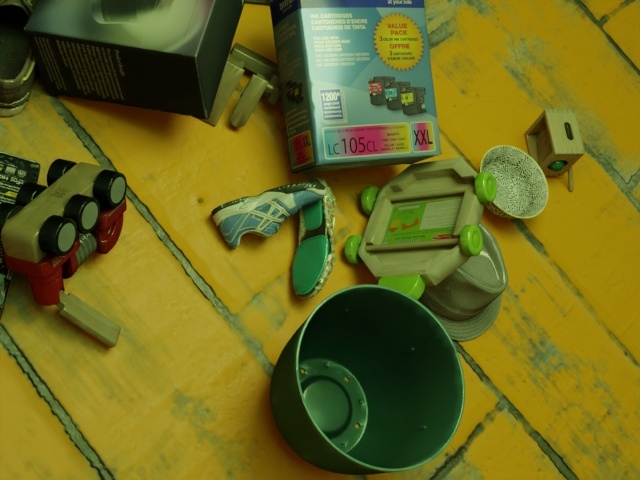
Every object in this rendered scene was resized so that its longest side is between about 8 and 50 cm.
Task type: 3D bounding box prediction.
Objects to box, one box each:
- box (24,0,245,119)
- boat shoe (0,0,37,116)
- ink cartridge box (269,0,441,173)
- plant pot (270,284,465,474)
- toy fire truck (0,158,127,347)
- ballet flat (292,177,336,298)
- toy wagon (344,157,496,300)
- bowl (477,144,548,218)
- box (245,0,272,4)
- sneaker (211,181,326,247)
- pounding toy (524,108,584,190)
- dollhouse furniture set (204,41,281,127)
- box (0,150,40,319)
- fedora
[{"bbox_3d":[-0.307,-0.397,1.540,0.293,0.183,0.296,10,61,4],"label":"box"},{"bbox_3d":[-0.532,-0.377,1.527,0.116,0.097,0.325,9,64,-22],"label":"boat shoe"},{"bbox_3d":[0.062,-0.336,1.664,0.269,0.151,0.396,-7,89,-24],"label":"ink cartridge box"},{"bbox_3d":[0.049,0.247,1.448,0.292,0.235,0.293,10,64,-22],"label":"plant pot"},{"bbox_3d":[-0.380,0.027,1.403,0.158,0.246,0.217,13,37,16],"label":"toy fire truck"},{"bbox_3d":[0.000,0.000,1.633,0.077,0.091,0.241,32,56,-49],"label":"ballet flat"},{"bbox_3d":[0.173,-0.003,1.617,0.068,0.267,0.344,48,50,-39],"label":"toy wagon"},{"bbox_3d":[0.388,-0.109,1.867,0.170,0.080,0.170,11,63,-22],"label":"bowl"},{"bbox_3d":[-0.173,-0.582,1.819,0.232,0.059,0.184,-3,69,-28],"label":"box"},{"bbox_3d":[-0.087,-0.051,1.598,0.211,0.080,0.081,-19,88,-4],"label":"sneaker"},{"bbox_3d":[0.529,-0.198,1.958,0.100,0.130,0.141,-2,68,-14],"label":"pounding toy"},{"bbox_3d":[-0.157,-0.292,1.715,0.144,0.123,0.151,26,24,-14],"label":"dollhouse furniture set"},{"bbox_3d":[-0.618,-0.041,1.347,0.321,0.079,0.257,15,64,-20],"label":"box"},{"bbox_3d":[0.271,0.047,1.713,0.243,0.124,0.275,-34,85,-33],"label":"fedora"}]
